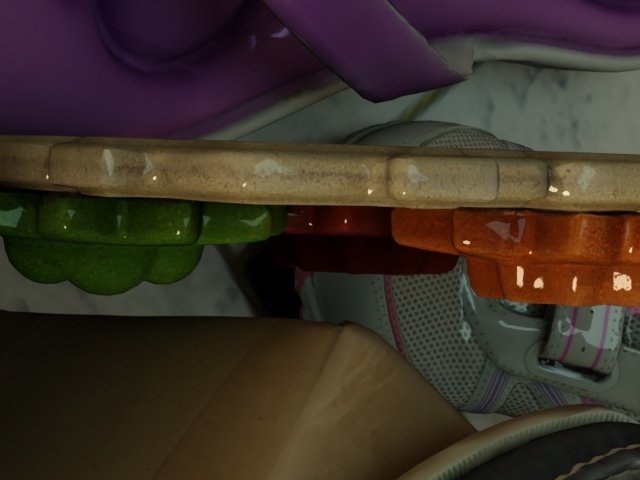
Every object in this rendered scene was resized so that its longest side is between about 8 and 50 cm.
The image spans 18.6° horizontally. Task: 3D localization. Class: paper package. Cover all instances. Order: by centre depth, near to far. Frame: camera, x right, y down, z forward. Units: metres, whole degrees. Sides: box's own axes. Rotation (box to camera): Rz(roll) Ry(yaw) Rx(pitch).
[{"bbox_3d":[-0.023,0.224,0.497,0.309,0.168,0.325,44,61,-28],"label":"paper package"}]

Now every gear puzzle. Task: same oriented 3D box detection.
[{"bbox_3d":[0.000,0.000,0.449,0.339,0.175,0.044,0,93,-36],"label":"gear puzzle"}]

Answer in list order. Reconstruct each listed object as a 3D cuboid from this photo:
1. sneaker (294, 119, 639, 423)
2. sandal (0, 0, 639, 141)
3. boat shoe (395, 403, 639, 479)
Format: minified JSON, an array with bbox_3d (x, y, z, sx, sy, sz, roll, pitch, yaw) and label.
[{"bbox_3d":[0.103,0.018,0.658,0.252,0.111,0.103,15,77,-39],"label":"sneaker"},{"bbox_3d":[0.035,-0.110,0.577,0.416,0.102,0.169,-15,114,-46],"label":"sandal"},{"bbox_3d":[0.014,0.117,0.379,0.254,0.079,0.095,-34,106,-37],"label":"boat shoe"}]
